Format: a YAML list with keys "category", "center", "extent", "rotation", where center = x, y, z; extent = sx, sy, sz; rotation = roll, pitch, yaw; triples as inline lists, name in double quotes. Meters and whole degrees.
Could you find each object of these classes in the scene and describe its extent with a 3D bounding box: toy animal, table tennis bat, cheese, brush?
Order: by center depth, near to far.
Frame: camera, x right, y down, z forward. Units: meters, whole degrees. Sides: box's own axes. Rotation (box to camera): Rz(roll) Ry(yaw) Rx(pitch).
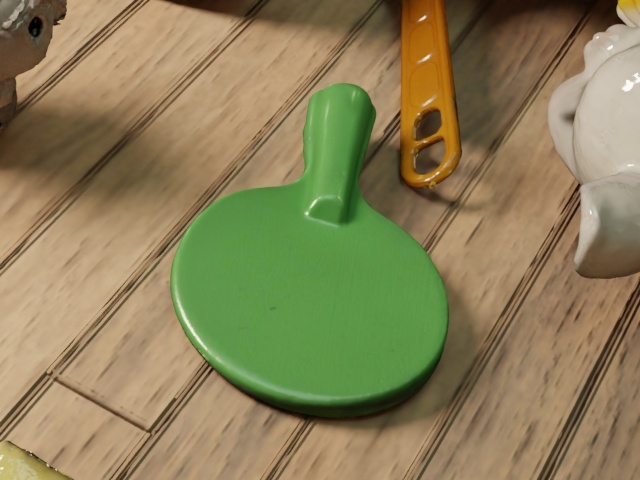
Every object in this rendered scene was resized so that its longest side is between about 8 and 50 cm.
- category: "cheese"
  center: [-0.129, 0.129, 0.881]
  extent: [0.083, 0.030, 0.044]
  rotation: [32, 62, 6]
- category: "table tennis bat"
  center: [0.000, 0.000, 1.077]
  extent: [0.160, 0.039, 0.257]
  rotation: [15, 46, -6]
- category: "toy animal"
  center: [0.241, -0.087, 1.150]
  extent: [0.154, 0.208, 0.325]
  rotation: [55, 21, -22]
- category: "brush"
  center: [0.070, -0.148, 1.250]
  extent: [0.017, 0.090, 0.314]
  rotation: [45, 31, -37]

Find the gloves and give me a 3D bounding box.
- category: "gloves"
  center: [-0.197, -0.116, 1.036]
  extent: [0.094, 0.144, 0.110]
  rotation: [39, 65, 19]
